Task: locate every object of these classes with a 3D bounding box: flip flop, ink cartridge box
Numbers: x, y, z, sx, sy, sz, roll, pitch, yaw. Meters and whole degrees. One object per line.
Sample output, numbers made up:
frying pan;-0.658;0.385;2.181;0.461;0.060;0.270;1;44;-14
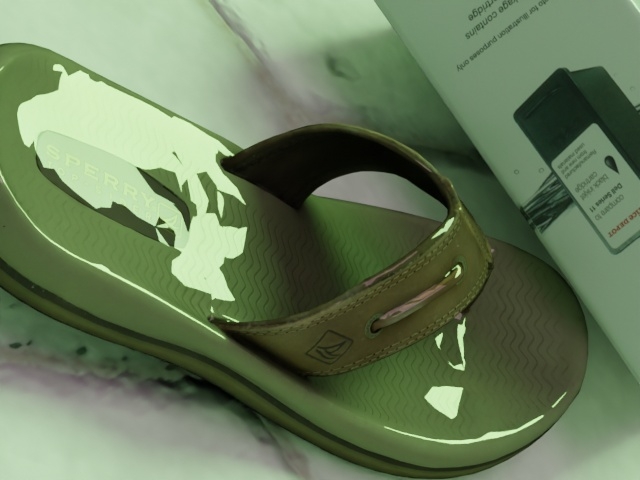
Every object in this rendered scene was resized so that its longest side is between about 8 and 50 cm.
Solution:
flip flop;0.000;0.000;0.632;0.277;0.080;0.112;26;42;-35
ink cartridge box;0.129;-0.046;0.770;0.208;0.087;0.153;57;21;11
